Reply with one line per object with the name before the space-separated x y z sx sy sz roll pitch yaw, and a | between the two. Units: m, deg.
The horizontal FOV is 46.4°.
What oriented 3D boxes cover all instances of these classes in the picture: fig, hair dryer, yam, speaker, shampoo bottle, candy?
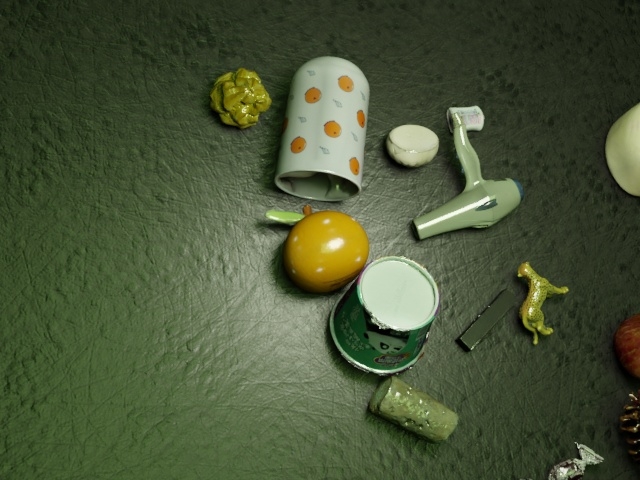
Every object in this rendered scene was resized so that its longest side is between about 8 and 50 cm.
fig | 0.861 0.271 1.905 0.205 0.205 0.205 3 76 -11
hair dryer | 0.338 -0.130 1.927 0.296 0.119 0.298 -42 98 -4
yam | 0.224 0.408 1.784 0.194 0.107 0.107 29 73 -5
speaker | 0.425 0.203 1.910 0.191 0.040 0.046 -43 88 -17
shampoo bottle | 0.399 -0.330 2.030 0.099 0.043 0.072 -8 79 -14
candy | 0.598 0.576 1.850 0.226 0.051 0.094 -23 64 -15

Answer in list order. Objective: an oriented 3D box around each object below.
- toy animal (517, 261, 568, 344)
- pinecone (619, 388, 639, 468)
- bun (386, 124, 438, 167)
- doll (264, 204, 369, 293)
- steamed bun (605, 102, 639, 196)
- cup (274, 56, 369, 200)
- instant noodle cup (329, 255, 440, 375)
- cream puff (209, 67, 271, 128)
toy animal | 0.545 0.163 1.913 0.136 0.073 0.181 29 77 -27
pinecone | 0.869 0.488 1.837 0.246 0.246 0.292 -41 85 -17
bun | 0.238 -0.235 1.953 0.138 0.094 0.138 2 42 -1
doll | 0.000 0.000 1.795 0.214 0.213 0.236 -21 68 -16
steamed bun | 0.885 -0.259 2.034 0.155 0.200 0.250 0 74 -11
cup | 0.013 -0.280 1.850 0.212 0.212 0.317 10 74 -9
instant noodle cup | 0.161 0.165 1.750 0.251 0.190 0.251 6 57 -9
cream puff | -0.200 -0.363 1.863 0.121 0.156 0.156 6 73 -43
